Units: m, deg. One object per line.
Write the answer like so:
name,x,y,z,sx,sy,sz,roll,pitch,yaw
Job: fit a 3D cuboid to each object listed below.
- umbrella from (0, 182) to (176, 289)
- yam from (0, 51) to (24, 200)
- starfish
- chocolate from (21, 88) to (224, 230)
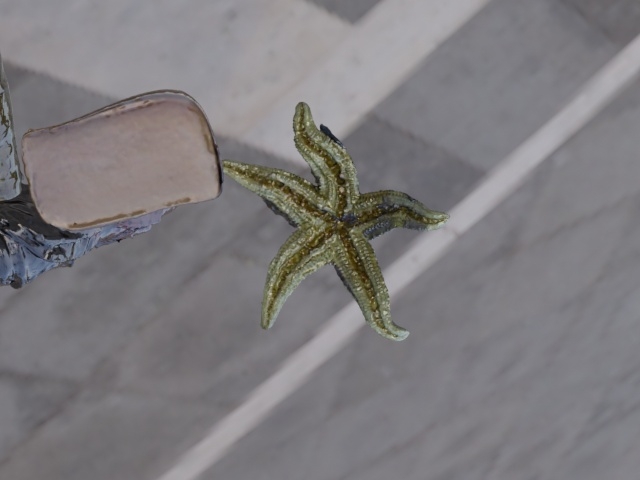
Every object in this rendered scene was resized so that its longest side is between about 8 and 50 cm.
umbrella,-0.205,-0.035,1.692,0.090,0.094,0.326,-13,-170,37
yam,-0.257,-0.147,1.321,0.061,0.061,0.274,-25,128,-29
starfish,0.000,0.000,1.501,0.176,0.208,0.053,-49,164,9
chocolate,-0.103,-0.042,0.964,0.101,0.064,0.031,-17,-167,2
